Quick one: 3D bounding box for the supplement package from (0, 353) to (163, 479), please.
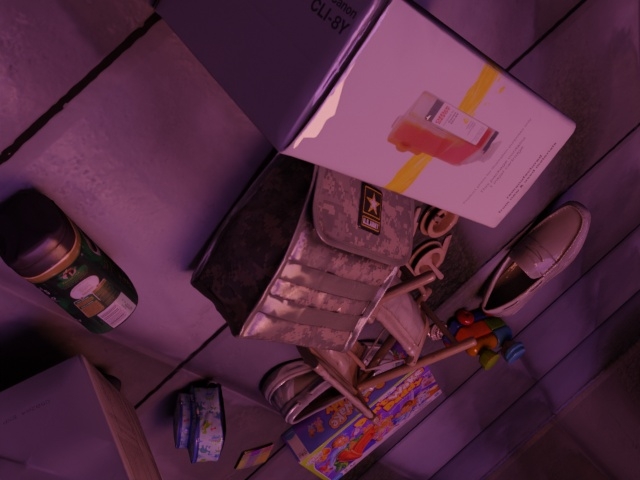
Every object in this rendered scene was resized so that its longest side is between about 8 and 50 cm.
[{"bbox_3d":[-0.327,0.311,0.896,0.199,0.198,0.263,-26,156,-12],"label":"supplement package"}]

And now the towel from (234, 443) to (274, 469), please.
[{"bbox_3d":[-0.140,0.462,1.488,0.083,0.009,0.060,-4,131,-41],"label":"towel"}]

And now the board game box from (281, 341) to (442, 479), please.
[{"bbox_3d":[0.103,0.394,1.590,0.347,0.078,0.233,-39,145,-4],"label":"board game box"}]

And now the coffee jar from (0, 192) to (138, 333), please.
[{"bbox_3d":[-0.290,0.028,0.798,0.079,0.096,0.184,-39,145,-9],"label":"coffee jar"}]

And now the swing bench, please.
[{"bbox_3d":[0.099,0.151,1.225,0.254,0.165,0.253,-38,137,0],"label":"swing bench"}]

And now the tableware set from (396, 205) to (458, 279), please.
[{"bbox_3d":[0.215,0.004,1.309,0.128,0.039,0.194,-19,140,-29],"label":"tableware set"}]

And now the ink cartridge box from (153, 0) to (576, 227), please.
[{"bbox_3d":[0.057,-0.182,0.747,0.384,0.279,0.160,14,119,-49],"label":"ink cartridge box"}]

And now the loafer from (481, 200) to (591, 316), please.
[{"bbox_3d":[0.473,0.048,1.544,0.111,0.112,0.320,-5,132,-52],"label":"loafer"}]

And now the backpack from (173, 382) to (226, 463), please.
[{"bbox_3d":[-0.204,0.312,1.172,0.084,0.114,0.105,-1,133,-18],"label":"backpack"}]

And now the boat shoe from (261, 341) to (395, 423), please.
[{"bbox_3d":[0.035,0.284,1.382,0.320,0.103,0.118,-3,130,-42],"label":"boat shoe"}]

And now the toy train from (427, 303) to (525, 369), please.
[{"bbox_3d":[0.348,0.241,1.601,0.248,0.143,0.105,-12,135,-36],"label":"toy train"}]

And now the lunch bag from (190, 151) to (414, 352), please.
[{"bbox_3d":[0.000,0.000,0.991,0.235,0.169,0.287,19,107,-48],"label":"lunch bag"}]

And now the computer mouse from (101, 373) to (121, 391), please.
[{"bbox_3d":[-0.400,0.253,0.994,0.242,0.041,0.071,-26,155,-13],"label":"computer mouse"}]
